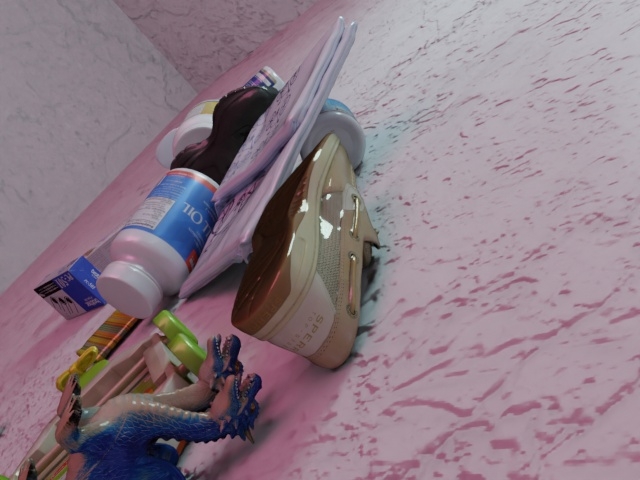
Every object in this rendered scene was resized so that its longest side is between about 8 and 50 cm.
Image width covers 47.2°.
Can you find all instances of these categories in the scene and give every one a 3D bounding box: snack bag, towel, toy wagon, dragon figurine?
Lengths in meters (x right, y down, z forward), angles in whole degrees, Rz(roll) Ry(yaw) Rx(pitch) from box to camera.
[{"bbox_3d":[-0.086,-0.092,0.966,0.323,0.037,0.342,-31,33,61],"label":"snack bag"},{"bbox_3d":[-0.284,0.101,1.162,0.237,0.021,0.102,-50,25,-25],"label":"towel"},{"bbox_3d":[-0.233,0.193,0.774,0.267,0.068,0.344,-45,18,-9],"label":"toy wagon"},{"bbox_3d":[-0.155,0.197,0.570,0.289,0.144,0.085,-63,22,-1],"label":"dragon figurine"}]

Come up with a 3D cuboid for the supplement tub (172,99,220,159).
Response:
[{"bbox_3d":[-0.226,-0.201,1.513,0.144,0.144,0.199,-38,19,14],"label":"supplement tub"}]

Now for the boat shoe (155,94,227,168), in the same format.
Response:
[{"bbox_3d":[-0.317,-0.305,1.995,0.301,0.108,0.102,-39,19,3],"label":"boat shoe"}]

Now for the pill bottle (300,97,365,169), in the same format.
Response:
[{"bbox_3d":[0.010,-0.145,0.995,0.087,0.087,0.160,-39,18,10],"label":"pill bottle"}]

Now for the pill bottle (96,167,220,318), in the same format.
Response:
[{"bbox_3d":[-0.235,0.005,1.097,0.124,0.124,0.221,-22,31,46],"label":"pill bottle"}]

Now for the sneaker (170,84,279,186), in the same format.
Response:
[{"bbox_3d":[-0.151,-0.153,1.289,0.109,0.130,0.286,0,-35,-43],"label":"sneaker"}]

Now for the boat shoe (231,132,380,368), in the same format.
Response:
[{"bbox_3d":[0.000,0.000,0.685,0.109,0.098,0.302,-48,16,28],"label":"boat shoe"}]

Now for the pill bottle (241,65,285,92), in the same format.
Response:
[{"bbox_3d":[-0.158,-0.318,1.713,0.169,0.094,0.094,-42,18,-1],"label":"pill bottle"}]

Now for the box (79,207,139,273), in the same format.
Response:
[{"bbox_3d":[-0.467,0.028,1.622,0.324,0.067,0.063,-37,19,19],"label":"box"}]

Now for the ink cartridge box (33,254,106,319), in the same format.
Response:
[{"bbox_3d":[-0.491,0.097,1.463,0.207,0.097,0.046,-20,29,49],"label":"ink cartridge box"}]
